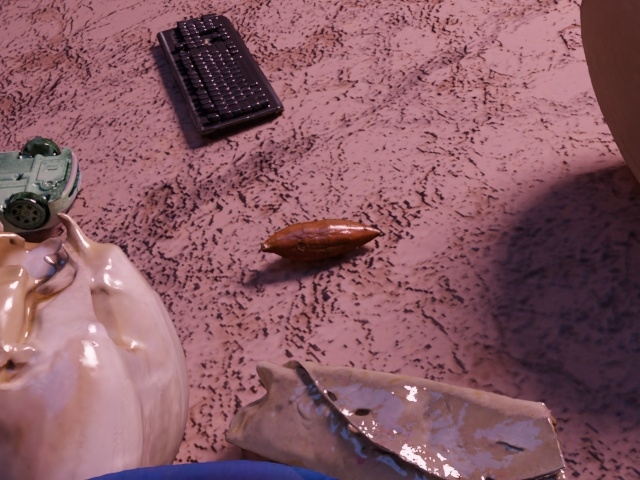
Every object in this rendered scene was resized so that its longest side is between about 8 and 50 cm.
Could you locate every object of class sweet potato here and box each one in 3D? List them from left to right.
[{"bbox_3d":[0.000,0.000,0.633,0.095,0.034,0.034,-5,43,-5],"label":"sweet potato"}]

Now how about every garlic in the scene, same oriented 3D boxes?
[{"bbox_3d":[-0.177,0.077,0.490,0.281,0.185,0.203,33,103,58],"label":"garlic"}]

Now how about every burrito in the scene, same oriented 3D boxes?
[{"bbox_3d":[0.048,0.118,0.474,0.226,0.060,0.087,9,53,22],"label":"burrito"}]

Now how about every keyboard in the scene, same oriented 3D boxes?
[{"bbox_3d":[-0.114,-0.183,0.859,0.094,0.025,0.230,-20,43,-10],"label":"keyboard"}]

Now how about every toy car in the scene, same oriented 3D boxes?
[{"bbox_3d":[-0.323,-0.031,0.720,0.224,0.076,0.090,-5,42,-2],"label":"toy car"}]

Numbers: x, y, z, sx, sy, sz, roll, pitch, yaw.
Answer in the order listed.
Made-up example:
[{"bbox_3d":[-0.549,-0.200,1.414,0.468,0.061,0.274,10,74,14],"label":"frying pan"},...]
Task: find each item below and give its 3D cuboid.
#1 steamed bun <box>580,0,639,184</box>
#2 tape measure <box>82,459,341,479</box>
[{"bbox_3d":[0.280,-0.115,0.526,0.145,0.231,0.231,-24,43,4],"label":"steamed bun"},{"bbox_3d":[-0.046,0.214,0.294,0.260,0.138,0.262,1,29,-15],"label":"tape measure"}]
